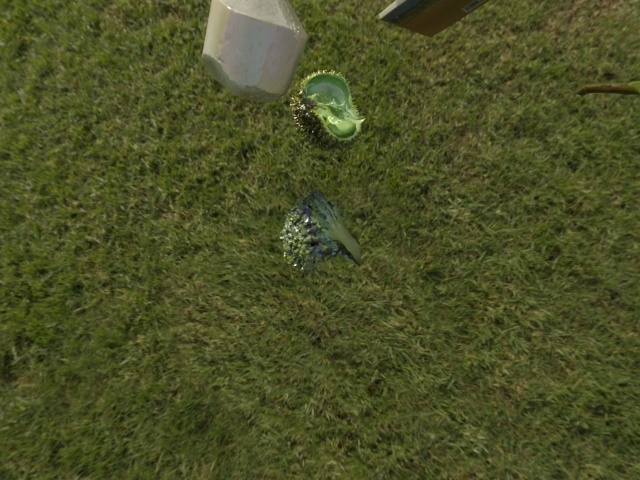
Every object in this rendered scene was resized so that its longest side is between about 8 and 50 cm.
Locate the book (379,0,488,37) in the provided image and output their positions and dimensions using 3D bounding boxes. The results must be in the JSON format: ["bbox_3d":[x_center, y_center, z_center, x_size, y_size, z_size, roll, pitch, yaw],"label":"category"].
[{"bbox_3d":[0.391,-0.769,1.332,0.262,0.373,0.028,-17,91,42],"label":"book"}]

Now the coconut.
[{"bbox_3d":[-0.153,-0.478,0.972,0.239,0.239,0.245,27,123,5],"label":"coconut"}]

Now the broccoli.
[{"bbox_3d":[-0.017,-0.002,1.183,0.180,0.273,0.243,-22,39,28],"label":"broccoli"}]

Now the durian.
[{"bbox_3d":[0.017,-0.375,1.223,0.200,0.176,0.237,-40,102,-30],"label":"durian"}]

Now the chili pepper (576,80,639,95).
[{"bbox_3d":[0.537,-0.212,0.572,0.338,0.134,0.131,11,71,39],"label":"chili pepper"}]
